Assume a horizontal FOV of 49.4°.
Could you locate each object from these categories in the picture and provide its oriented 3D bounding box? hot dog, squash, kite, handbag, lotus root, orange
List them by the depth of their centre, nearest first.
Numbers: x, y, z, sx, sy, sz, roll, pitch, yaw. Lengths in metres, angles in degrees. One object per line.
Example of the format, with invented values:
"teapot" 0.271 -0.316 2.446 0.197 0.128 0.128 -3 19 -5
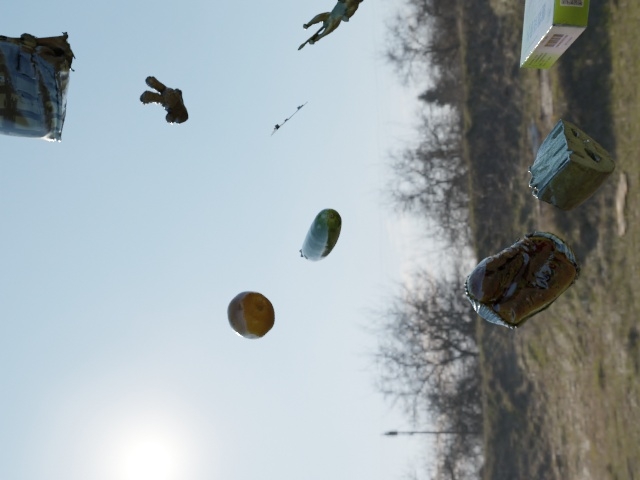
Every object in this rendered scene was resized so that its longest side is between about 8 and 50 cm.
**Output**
"lotus root" 0.525 -0.153 1.460 0.119 0.138 0.235 -64 -4 34
"squash" 0.000 0.000 1.466 0.252 0.066 0.066 117 157 -67
"hot dog" 0.438 0.080 1.499 0.163 0.270 0.082 51 159 20
"handbag" -0.737 -0.369 1.582 0.327 0.325 0.163 134 137 -56
"orange" -0.217 0.232 2.143 0.154 0.134 0.155 25 -134 -28
"kite" -0.095 -0.392 2.183 0.015 0.169 0.310 48 179 -8

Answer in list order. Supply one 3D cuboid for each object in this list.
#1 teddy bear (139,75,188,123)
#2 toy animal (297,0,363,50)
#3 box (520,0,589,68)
"teddy bear" -0.419 -0.389 1.935 0.160 0.078 0.119 40 -132 -48
"toy animal" 0.031 -0.481 1.473 0.069 0.220 0.086 47 -178 -6
"box" 0.423 -0.432 1.260 0.260 0.062 0.175 15 -101 -86
